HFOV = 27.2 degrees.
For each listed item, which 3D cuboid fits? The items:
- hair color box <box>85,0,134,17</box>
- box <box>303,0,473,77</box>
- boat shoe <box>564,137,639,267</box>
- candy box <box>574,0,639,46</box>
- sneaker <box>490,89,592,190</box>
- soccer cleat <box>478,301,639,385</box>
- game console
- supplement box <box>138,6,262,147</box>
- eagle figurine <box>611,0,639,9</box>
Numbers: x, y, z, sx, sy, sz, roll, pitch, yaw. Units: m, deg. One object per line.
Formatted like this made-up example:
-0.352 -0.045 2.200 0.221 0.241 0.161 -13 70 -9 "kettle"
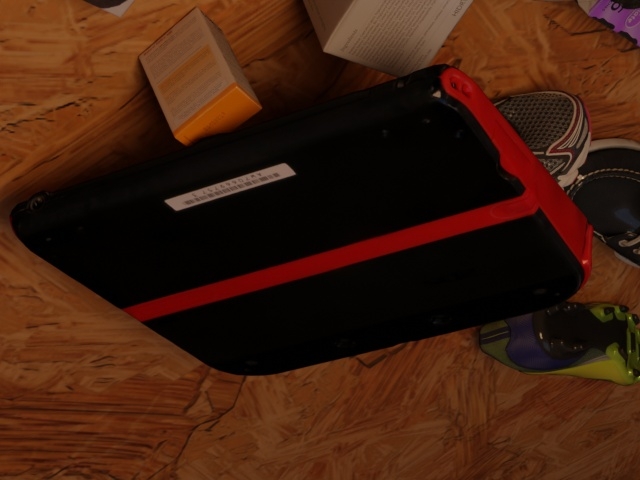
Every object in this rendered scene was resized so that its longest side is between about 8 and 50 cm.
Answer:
-0.125 -0.225 0.891 0.072 0.043 0.141 18 124 -46 "hair color box"
0.049 -0.193 0.986 0.087 0.101 0.102 16 126 -30 "box"
0.352 -0.025 1.404 0.302 0.091 0.114 12 127 -42 "boat shoe"
0.321 -0.243 1.142 0.196 0.070 0.165 17 123 -44 "candy box"
0.105 -0.071 1.163 0.299 0.121 0.112 -18 140 -13 "sneaker"
0.293 0.121 1.568 0.121 0.093 0.289 -15 160 36 "soccer cleat"
0.000 0.000 1.072 0.386 0.060 0.342 -16 146 24 "game console"
-0.091 -0.119 0.992 0.062 0.098 0.036 -37 141 14 "supplement box"
0.364 -0.190 0.961 0.226 0.298 0.225 -45 -170 -26 "eagle figurine"
